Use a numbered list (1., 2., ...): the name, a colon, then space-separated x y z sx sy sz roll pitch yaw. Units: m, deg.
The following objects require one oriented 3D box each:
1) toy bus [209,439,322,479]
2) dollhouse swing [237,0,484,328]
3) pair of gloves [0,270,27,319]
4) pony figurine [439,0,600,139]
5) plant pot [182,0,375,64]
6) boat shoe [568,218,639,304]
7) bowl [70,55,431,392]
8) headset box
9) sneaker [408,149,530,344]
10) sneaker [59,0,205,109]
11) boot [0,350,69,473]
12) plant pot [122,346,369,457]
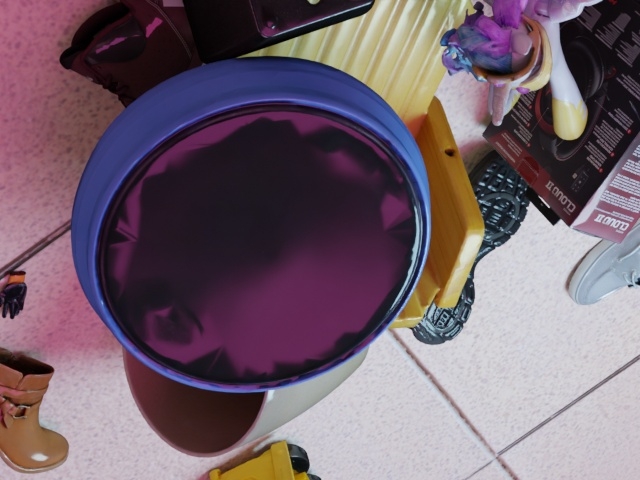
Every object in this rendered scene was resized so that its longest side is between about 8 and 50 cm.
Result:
1. toy bus: -0.094 0.428 2.249 0.211 0.149 0.220 -19 142 6
2. dollhouse swing: 0.042 -0.102 1.714 0.346 0.315 0.305 -1 151 -29
3. pair of gloves: -0.397 0.070 1.806 0.083 0.010 0.074 -10 133 -27
4. pony figurine: 0.245 -0.285 1.633 0.363 0.302 0.351 6 95 -74
5. plant pot: -0.042 -0.286 1.505 0.187 0.167 0.188 -20 107 -13
6. boat shoe: 0.473 0.027 2.237 0.227 0.081 0.079 -44 137 13
7. bowl: -0.066 -0.004 1.579 0.391 0.077 0.391 -7 123 -11
8. headset box: 0.352 -0.155 1.873 0.110 0.218 0.293 16 116 -40
9. sneaker: 0.176 -0.005 2.013 0.109 0.130 0.286 34 86 -34
10. sneaker: -0.215 -0.158 1.641 0.162 0.106 0.281 2 118 -26
11. boot: -0.379 0.219 1.918 0.197 0.073 0.152 16 116 -43
12. plant pot: -0.068 0.131 1.915 0.274 0.256 0.256 -4 134 -50
